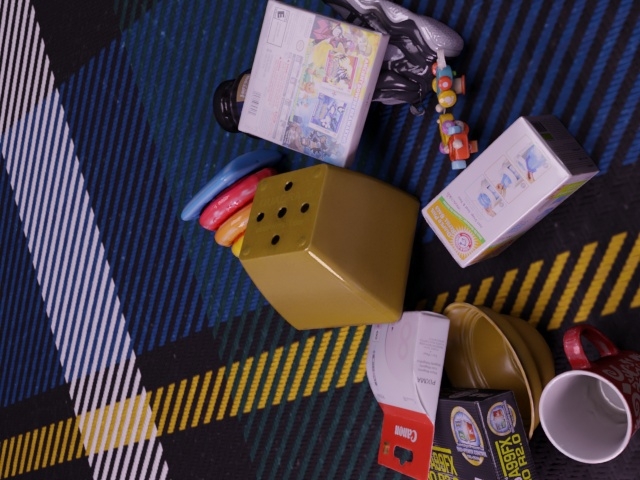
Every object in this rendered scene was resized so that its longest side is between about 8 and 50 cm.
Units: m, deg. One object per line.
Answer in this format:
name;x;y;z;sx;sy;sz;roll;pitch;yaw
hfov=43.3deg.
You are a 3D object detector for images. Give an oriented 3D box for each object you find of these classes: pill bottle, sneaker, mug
pill bottle;-0.073;-0.232;1.351;0.219;0.122;0.123;2;97;39
sneaker;0.078;-0.295;1.231;0.268;0.101;0.153;36;115;27
mug;0.368;0.184;1.019;0.113;0.169;0.150;16;106;37

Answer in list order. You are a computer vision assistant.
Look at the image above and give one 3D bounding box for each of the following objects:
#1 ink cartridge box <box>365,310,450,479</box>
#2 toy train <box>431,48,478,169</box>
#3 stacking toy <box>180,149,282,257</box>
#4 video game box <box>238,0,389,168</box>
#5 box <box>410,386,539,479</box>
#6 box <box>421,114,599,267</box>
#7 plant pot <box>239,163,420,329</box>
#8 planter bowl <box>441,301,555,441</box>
ink cartridge box;0.116;0.224;1.203;0.189;0.066;0.233;161;125;-71
toy train;0.189;-0.177;1.112;0.046;0.125;0.166;-7;86;0
stacking toy;-0.083;0.009;1.397;0.165;0.175;0.302;-38;86;37
video game box;-0.013;-0.234;1.203;0.187;0.048;0.205;24;111;20
box;0.212;0.322;1.156;0.270;0.060;0.216;156;99;-70
box;0.258;-0.067;1.109;0.203;0.114;0.103;-45;70;33
plant pot;0.000;0.000;1.228;0.212;0.187;0.212;-9;59;40
planter bowl;0.263;0.174;1.133;0.217;0.090;0.217;51;152;41
